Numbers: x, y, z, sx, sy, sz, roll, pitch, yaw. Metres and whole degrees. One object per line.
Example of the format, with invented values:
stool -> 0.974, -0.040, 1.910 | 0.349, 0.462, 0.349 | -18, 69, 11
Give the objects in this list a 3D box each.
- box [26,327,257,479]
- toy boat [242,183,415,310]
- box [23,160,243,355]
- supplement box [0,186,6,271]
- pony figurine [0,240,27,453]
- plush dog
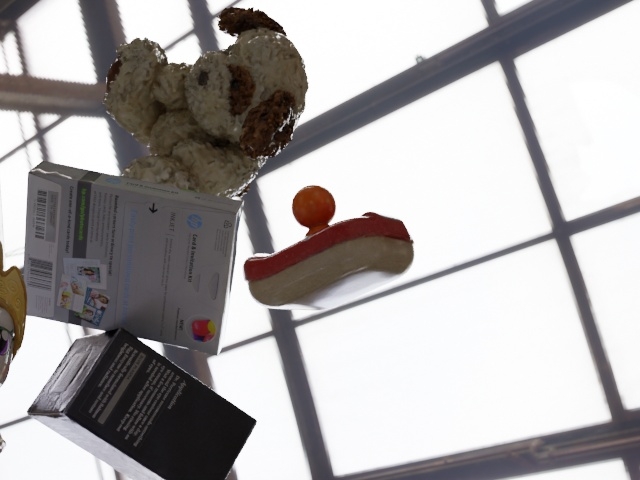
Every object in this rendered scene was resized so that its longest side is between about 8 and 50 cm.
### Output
box -> -0.170, 0.165, 0.900 | 0.158, 0.156, 0.093 | 38, -114, -18
toy boat -> 0.000, 0.000, 1.244 | 0.151, 0.231, 0.151 | 11, -120, -51
box -> -0.171, 0.017, 0.866 | 0.038, 0.186, 0.145 | -71, -9, -66
supplement box -> -0.357, 0.000, 0.951 | 0.080, 0.078, 0.233 | -5, -111, -8
pony figurine -> -0.246, 0.215, 0.649 | 0.302, 0.351, 0.363 | 5, -144, -13
plush dog -> -0.101, -0.136, 1.080 | 0.210, 0.225, 0.262 | 20, -136, -40
